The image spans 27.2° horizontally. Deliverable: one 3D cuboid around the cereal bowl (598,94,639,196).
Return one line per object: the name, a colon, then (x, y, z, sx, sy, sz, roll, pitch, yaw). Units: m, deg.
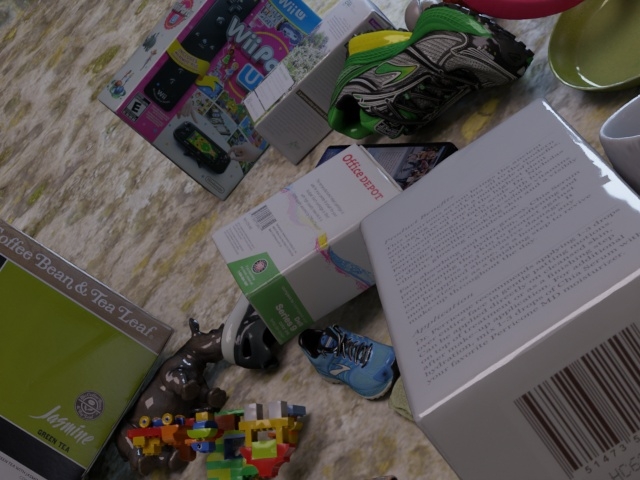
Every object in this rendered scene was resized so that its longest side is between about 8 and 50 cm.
cereal bowl: (0.415, -0.098, 1.103, 0.339, 0.141, 0.339, -25, 9, 4)

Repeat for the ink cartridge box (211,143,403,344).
ink cartridge box: (0.000, 0.000, 1.540, 0.212, 0.093, 0.154, -35, 34, -1)

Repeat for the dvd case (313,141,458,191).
dvd case: (0.049, -0.047, 1.685, 0.253, 0.022, 0.180, 4, 58, 53)

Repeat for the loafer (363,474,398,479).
loafer: (0.058, 0.280, 1.296, 0.039, 0.045, 0.125, -28, 34, 21)

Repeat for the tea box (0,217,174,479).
tea box: (-0.418, 0.168, 1.695, 0.323, 0.329, 0.220, -58, 8, -16)

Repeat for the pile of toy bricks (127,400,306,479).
pile of toy bricks: (-0.108, 0.247, 1.506, 0.212, 0.118, 0.105, -9, 75, 26)

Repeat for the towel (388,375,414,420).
towel: (0.135, 0.126, 1.380, 0.110, 0.027, 0.148, 14, 67, 55)

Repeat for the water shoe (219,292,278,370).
water shoe: (-0.054, 0.070, 1.648, 0.080, 0.073, 0.203, 13, 68, 21)

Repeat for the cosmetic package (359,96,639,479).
cosmetic package: (0.184, 0.049, 1.137, 0.230, 0.161, 0.453, -34, 18, 9)

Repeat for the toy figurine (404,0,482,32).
toy figurine: (0.149, -0.397, 1.754, 0.148, 0.209, 0.213, -19, 41, 17)

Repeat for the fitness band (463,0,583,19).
fitness band: (0.253, -0.383, 1.569, 0.209, 0.054, 0.291, 4, 62, 11)

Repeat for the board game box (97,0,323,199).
board game box: (-0.142, -0.249, 1.951, 0.303, 0.224, 0.097, -52, 30, -3)

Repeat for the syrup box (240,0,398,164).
syrup box: (0.008, -0.232, 1.866, 0.237, 0.096, 0.093, -43, 33, 10)

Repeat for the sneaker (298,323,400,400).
sneaker: (0.029, 0.129, 1.465, 0.162, 0.073, 0.063, 1, 56, 53)

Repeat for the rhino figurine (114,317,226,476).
rhino figurine: (-0.174, 0.185, 1.665, 0.106, 0.073, 0.243, 10, 63, 52)

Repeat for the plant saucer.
plant saucer: (0.367, -0.254, 1.491, 0.241, 0.037, 0.241, -33, 33, 25)

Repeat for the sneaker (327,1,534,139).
sneaker: (0.134, -0.193, 1.658, 0.343, 0.134, 0.146, -9, 55, 58)
